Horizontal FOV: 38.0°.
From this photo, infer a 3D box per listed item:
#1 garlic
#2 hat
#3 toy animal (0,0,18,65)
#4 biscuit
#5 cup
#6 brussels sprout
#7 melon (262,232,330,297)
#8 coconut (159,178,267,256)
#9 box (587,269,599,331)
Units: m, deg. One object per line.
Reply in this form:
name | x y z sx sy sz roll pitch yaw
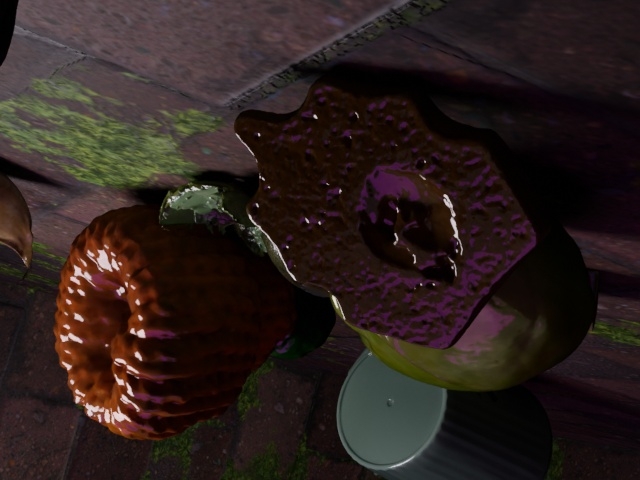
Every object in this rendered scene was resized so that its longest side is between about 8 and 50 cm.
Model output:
garlic | -0.431 -0.051 1.128 0.207 0.128 0.115 19 124 -36
hat | -0.114 0.101 1.186 0.400 0.285 0.285 0 179 -37
toy animal | -0.256 -0.132 0.488 0.270 0.137 0.082 -1 165 26
biscuit | 0.035 -0.028 0.635 0.215 0.034 0.182 35 125 3
cup | 0.219 0.380 1.919 0.401 0.310 0.392 0 157 43
brussels sprout | 0.111 0.032 0.750 0.223 0.161 0.223 14 163 5
melon | 0.000 0.000 0.888 0.099 0.099 0.162 8 164 25
coconut | -0.096 -0.027 0.970 0.158 0.055 0.133 6 167 38
box | 0.210 0.054 1.006 0.175 0.048 0.112 10 167 19
